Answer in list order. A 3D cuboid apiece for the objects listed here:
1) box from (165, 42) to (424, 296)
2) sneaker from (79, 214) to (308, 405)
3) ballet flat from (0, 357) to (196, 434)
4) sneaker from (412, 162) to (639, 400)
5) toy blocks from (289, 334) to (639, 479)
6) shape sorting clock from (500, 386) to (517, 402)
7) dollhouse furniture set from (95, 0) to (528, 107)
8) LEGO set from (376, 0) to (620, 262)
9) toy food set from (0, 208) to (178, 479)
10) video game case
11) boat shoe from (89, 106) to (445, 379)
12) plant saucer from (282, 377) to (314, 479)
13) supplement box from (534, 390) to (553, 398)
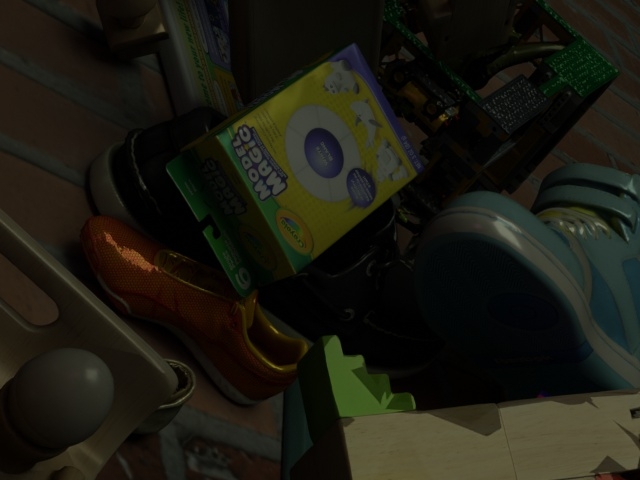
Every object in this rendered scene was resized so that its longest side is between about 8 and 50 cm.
[{"bbox_3d":[-0.015,-0.047,1.016,0.179,0.043,0.105,-39,104,-41],"label":"box"},{"bbox_3d":[-0.079,0.035,1.006,0.175,0.067,0.064,38,31,-22],"label":"sneaker"},{"bbox_3d":[-0.138,0.074,0.879,0.168,0.052,0.057,14,47,-50],"label":"ballet flat"},{"bbox_3d":[0.175,-0.001,1.204,0.319,0.127,0.208,48,49,-50],"label":"sneaker"},{"bbox_3d":[0.144,0.236,0.857,0.261,0.191,0.381,-3,67,-20],"label":"toy blocks"},{"bbox_3d":[0.237,0.184,1.317,0.206,0.040,0.206,29,29,-18],"label":"shape sorting clock"},{"bbox_3d":[-0.042,-0.299,1.164,0.174,0.303,0.355,94,-21,-63],"label":"dollhouse furniture set"},{"bbox_3d":[0.092,-0.119,1.361,0.255,0.192,0.331,40,34,2],"label":"LEGO set"},{"bbox_3d":[-0.196,0.092,0.698,0.220,0.092,0.306,45,34,-14],"label":"toy food set"},{"bbox_3d":[-0.055,-0.116,1.277,0.193,0.023,0.212,22,40,-45],"label":"video game case"},{"bbox_3d":[-0.001,-0.003,1.121,0.340,0.113,0.127,32,34,-34],"label":"boat shoe"},{"bbox_3d":[0.003,0.154,1.044,0.067,0.018,0.192,38,31,-26],"label":"plant saucer"},{"bbox_3d":[0.146,0.211,1.065,0.111,0.114,0.220,34,27,8],"label":"supplement box"}]
